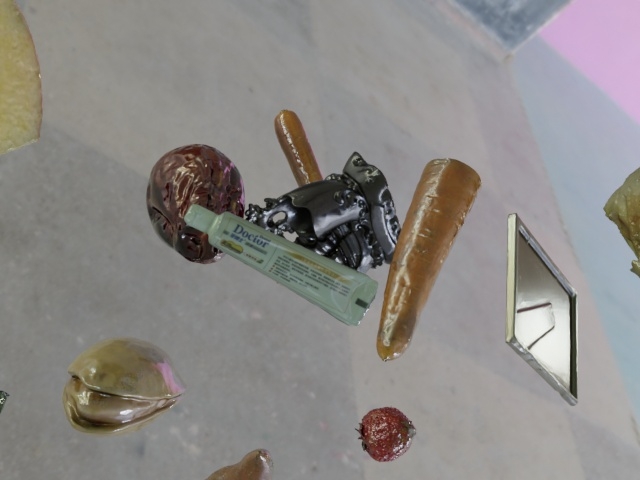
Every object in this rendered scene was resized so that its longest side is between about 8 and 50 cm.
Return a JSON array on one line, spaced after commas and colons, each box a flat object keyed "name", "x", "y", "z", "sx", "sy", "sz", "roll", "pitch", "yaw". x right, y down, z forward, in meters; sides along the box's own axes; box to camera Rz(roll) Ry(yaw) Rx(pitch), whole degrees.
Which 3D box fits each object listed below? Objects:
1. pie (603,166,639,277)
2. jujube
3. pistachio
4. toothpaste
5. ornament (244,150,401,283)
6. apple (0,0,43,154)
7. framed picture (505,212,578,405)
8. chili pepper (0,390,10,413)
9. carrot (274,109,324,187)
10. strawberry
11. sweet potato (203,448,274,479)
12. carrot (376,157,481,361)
[{"name": "pie", "x": 0.430, "y": -0.074, "z": 0.993, "sx": 0.068, "sy": 0.282, "sz": 0.129, "roll": 3, "pitch": 49, "yaw": -46}, {"name": "jujube", "x": -0.192, "y": -0.053, "z": 1.415, "sx": 0.168, "sy": 0.168, "sz": 0.236, "roll": 34, "pitch": 18, "yaw": -26}, {"name": "pistachio", "x": -0.332, "y": 0.249, "z": 1.550, "sx": 0.181, "sy": 0.162, "sz": 0.293, "roll": 17, "pitch": -1, "yaw": 13}, {"name": "toothpaste", "x": -0.049, "y": 0.025, "z": 1.111, "sx": 0.255, "sy": 0.067, "sz": 0.037, "roll": 28, "pitch": 5, "yaw": -13}, {"name": "ornament", "x": 0.000, "y": 0.000, "z": 1.528, "sx": 0.106, "sy": 0.260, "sz": 0.251, "roll": 52, "pitch": -11, "yaw": 50}, {"name": "apple", "x": -0.523, "y": -0.228, "z": 1.115, "sx": 0.252, "sy": 0.313, "sz": 0.309, "roll": -87, "pitch": 167, "yaw": -69}, {"name": "framed picture", "x": 0.356, "y": 0.116, "z": 1.449, "sx": 0.289, "sy": 0.016, "sz": 0.213, "roll": 40, "pitch": 48, "yaw": -46}, {"name": "chili pepper", "x": -0.620, "y": 0.364, "z": 1.612, "sx": 0.088, "sy": 0.059, "sz": 0.227, "roll": 67, "pitch": 26, "yaw": -49}, {"name": "carrot", "x": -0.044, "y": -0.185, "z": 1.990, "sx": 0.067, "sy": 0.067, "sz": 0.225, "roll": -8, "pitch": 72, "yaw": -56}, {"name": "strawberry", "x": 0.121, "y": 0.340, "z": 1.598, "sx": 0.106, "sy": 0.106, "sz": 0.106, "roll": 33, "pitch": 35, "yaw": -27}, {"name": "sweet potato", "x": -0.186, "y": 0.542, "z": 2.025, "sx": 0.106, "sy": 0.354, "sz": 0.095, "roll": 18, "pitch": 49, "yaw": -31}, {"name": "carrot", "x": 0.093, "y": 0.022, "z": 0.858, "sx": 0.061, "sy": 0.061, "sz": 0.210, "roll": 36, "pitch": 61, "yaw": -23}]
